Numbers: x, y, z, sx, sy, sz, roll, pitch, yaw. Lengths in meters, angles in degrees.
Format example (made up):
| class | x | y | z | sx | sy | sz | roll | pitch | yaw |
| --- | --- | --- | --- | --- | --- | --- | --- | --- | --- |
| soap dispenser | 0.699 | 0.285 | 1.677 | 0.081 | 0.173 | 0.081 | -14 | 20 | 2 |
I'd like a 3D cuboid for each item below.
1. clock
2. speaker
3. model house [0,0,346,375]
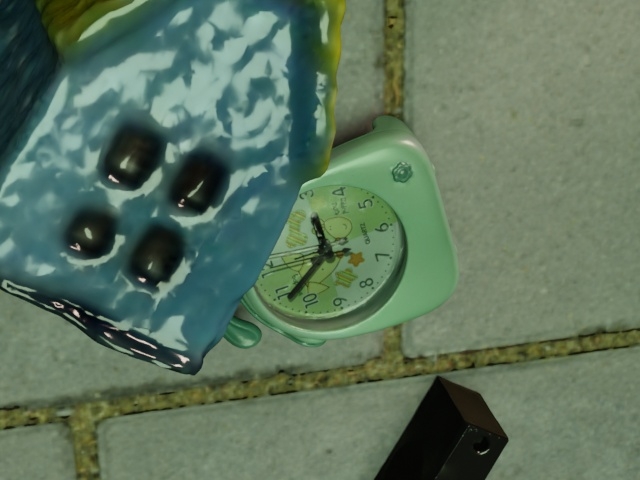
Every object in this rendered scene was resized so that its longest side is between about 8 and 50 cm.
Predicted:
| class | x | y | z | sx | sy | sz | roll | pitch | yaw |
| --- | --- | --- | --- | --- | --- | --- | --- | --- | --- |
| clock | 0.000 | 0.001 | 1.351 | 0.188 | 0.060 | 0.148 | -18 | 119 | -6 |
| speaker | 0.067 | 0.220 | 1.460 | 0.044 | 0.082 | 0.218 | 23 | 108 | -23 |
| model house | -0.103 | -0.102 | 1.175 | 0.215 | 0.237 | 0.303 | 29 | 104 | -24 |
